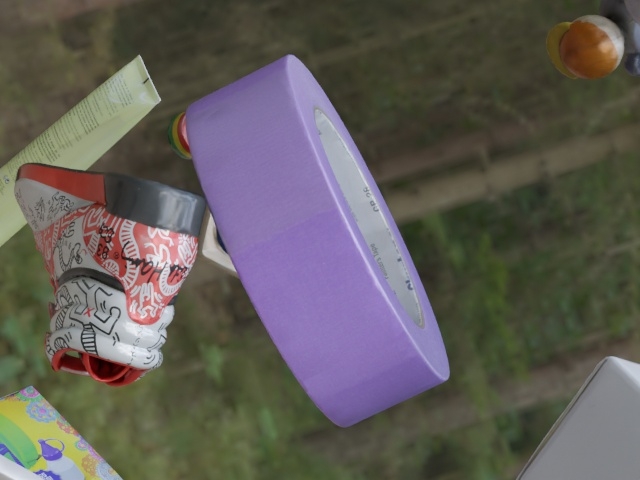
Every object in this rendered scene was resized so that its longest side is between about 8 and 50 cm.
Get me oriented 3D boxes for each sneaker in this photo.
[{"bbox_3d":[-0.177,0.024,1.392,0.270,0.090,0.145,8,-98,61],"label":"sneaker"}]

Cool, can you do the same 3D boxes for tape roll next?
[{"bbox_3d":[0.000,0.000,1.446,0.275,0.090,0.275,61,10,-18],"label":"tape roll"}]

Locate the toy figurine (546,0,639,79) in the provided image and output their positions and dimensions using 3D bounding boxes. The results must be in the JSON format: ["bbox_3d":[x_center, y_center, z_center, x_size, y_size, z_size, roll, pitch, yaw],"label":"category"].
[{"bbox_3d":[0.283,-0.122,1.364,0.213,0.148,0.209,56,-22,-2],"label":"toy figurine"}]

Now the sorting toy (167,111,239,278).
[{"bbox_3d":[-0.038,-0.019,1.848,0.274,0.046,0.132,28,63,-34],"label":"sorting toy"}]

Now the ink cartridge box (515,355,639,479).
[{"bbox_3d":[0.308,0.206,1.311,0.289,0.121,0.211,17,22,-46],"label":"ink cartridge box"}]

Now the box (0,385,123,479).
[{"bbox_3d":[-0.380,0.338,1.906,0.177,0.290,0.279,41,-50,28],"label":"box"}]

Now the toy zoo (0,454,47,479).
[{"bbox_3d":[-0.266,0.187,1.186,0.293,0.030,0.192,34,36,-22],"label":"toy zoo"}]

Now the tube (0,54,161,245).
[{"bbox_3d":[-0.260,-0.087,1.928,0.070,0.240,0.062,51,9,10],"label":"tube"}]
